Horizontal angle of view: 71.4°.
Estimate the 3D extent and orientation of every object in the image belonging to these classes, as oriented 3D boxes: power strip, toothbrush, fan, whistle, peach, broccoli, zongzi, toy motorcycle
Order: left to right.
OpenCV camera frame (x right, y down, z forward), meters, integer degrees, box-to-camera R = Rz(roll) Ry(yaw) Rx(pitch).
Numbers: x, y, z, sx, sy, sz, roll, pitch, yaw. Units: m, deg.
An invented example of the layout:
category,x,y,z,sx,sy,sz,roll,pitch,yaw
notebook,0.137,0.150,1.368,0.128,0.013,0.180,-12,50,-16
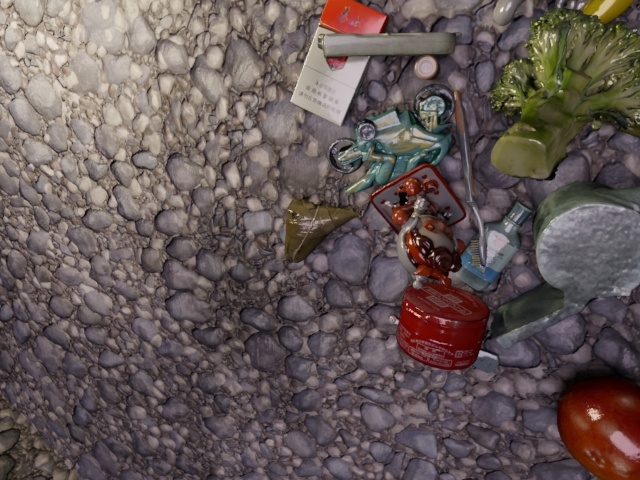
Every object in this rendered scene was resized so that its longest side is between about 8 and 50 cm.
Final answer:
category,x,y,z,sx,sy,sz,roll,pitch,yaw
zongzi,0.000,0.000,1.102,0.178,0.081,0.189,10,116,6
power strip,0.136,-0.394,0.894,0.286,0.080,0.048,-1,115,3
toy motorcycle,0.166,-0.196,0.969,0.296,0.109,0.198,-20,109,22
fan,0.300,0.244,1.097,0.282,0.023,0.057,25,115,9
toothbrush,0.314,-0.129,0.940,0.037,0.028,0.375,-5,95,35
broccoli,0.372,-0.231,0.748,0.252,0.361,0.221,51,151,25
whistle,0.499,0.060,0.887,0.188,0.168,0.405,20,117,14
peach,0.618,0.401,0.937,0.243,0.199,0.243,42,152,29

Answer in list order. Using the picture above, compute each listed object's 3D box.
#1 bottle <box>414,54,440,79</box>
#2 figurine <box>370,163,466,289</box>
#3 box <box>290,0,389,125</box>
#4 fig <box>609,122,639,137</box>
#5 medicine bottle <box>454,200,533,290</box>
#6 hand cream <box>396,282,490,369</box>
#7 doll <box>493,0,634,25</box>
category,x,y,z,sx,sy,sz,roll,pitch,yaw
bottle,0.217,-0.346,0.895,0.045,0.096,0.045,6,110,18
figurine,0.211,-0.002,0.903,0.160,0.226,0.183,-29,124,26
box,0.038,-0.393,0.980,0.139,0.035,0.245,30,115,9
fig,0.621,-0.198,0.797,0.245,0.149,0.149,23,115,39
medicine bottle,0.381,0.010,0.973,0.090,0.053,0.208,35,115,11
hand cream,0.269,0.187,0.996,0.193,0.193,0.125,15,110,15
doll,0.455,-0.479,0.759,0.252,0.111,0.237,12,119,5
